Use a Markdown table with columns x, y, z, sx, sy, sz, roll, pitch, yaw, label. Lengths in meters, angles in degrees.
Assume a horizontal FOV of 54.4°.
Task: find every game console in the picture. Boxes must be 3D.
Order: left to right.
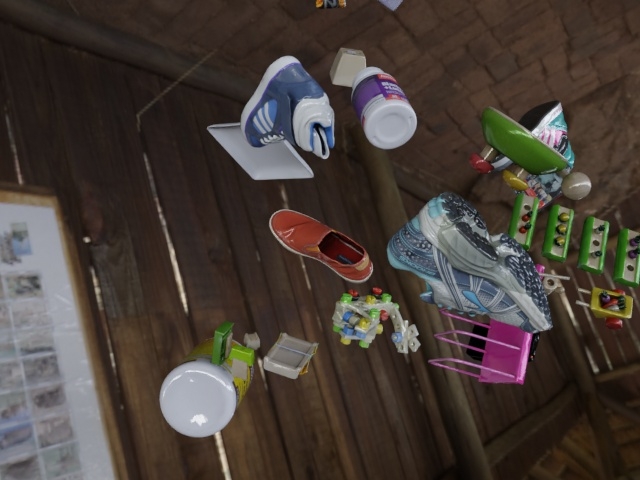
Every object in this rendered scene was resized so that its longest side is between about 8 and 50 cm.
| x | y | z | sx | sy | sz | roll | pitch | yaw | label |
| --- | --- | --- | --- | --- | --- | --- | --- | --- | --- |
| 0.627 | 0.246 | 2.061 | 0.213 | 0.361 | 0.044 | 1 | 143 | 37 | game console |

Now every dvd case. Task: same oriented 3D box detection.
| x | y | z | sx | sy | sz | roll | pitch | yaw | label |
| --- | --- | --- | --- | --- | --- | --- | --- | --- | --- |
| 0.497 | -0.121 | 1.388 | 0.119 | 0.087 | 0.013 | -41 | 143 | 23 | dvd case |

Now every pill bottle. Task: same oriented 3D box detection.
| x | y | z | sx | sy | sz | roll | pitch | yaw | label |
| --- | --- | --- | --- | --- | --- | --- | --- | --- | --- |
| -0.177 | 0.229 | 1.024 | 0.117 | 0.117 | 0.215 | -18 | -176 | 5 | pill bottle |
| 0.125 | -0.285 | 1.303 | 0.108 | 0.194 | 0.108 | -7 | 131 | -8 | pill bottle |

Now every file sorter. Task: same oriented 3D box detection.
| x | y | z | sx | sy | sz | roll | pitch | yaw | label |
| --- | --- | --- | --- | --- | --- | --- | --- | --- | --- |
| 0.402 | 0.191 | 1.556 | 0.182 | 0.291 | 0.202 | 18 | 165 | -7 | file sorter |

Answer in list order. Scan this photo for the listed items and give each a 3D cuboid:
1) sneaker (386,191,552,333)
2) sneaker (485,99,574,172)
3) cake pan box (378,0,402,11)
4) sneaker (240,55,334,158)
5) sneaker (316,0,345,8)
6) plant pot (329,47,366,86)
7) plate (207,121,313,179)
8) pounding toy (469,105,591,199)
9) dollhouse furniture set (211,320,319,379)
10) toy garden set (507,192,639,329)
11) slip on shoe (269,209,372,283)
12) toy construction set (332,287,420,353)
| x | y | z | sx | sy | sz | roll | pitch | yaw | label |
| --- | --- | --- | --- | --- | --- | --- | --- | --- | --- |
| 0.198 | 0.046 | 0.817 | 0.122 | 0.110 | 0.283 | -33 | 126 | 31 | sneaker |
| 0.510 | -0.196 | 1.501 | 0.295 | 0.179 | 0.123 | -37 | -161 | -29 | sneaker |
| 0.193 | -0.813 | 1.754 | 0.245 | 0.070 | 0.267 | 20 | 126 | -34 | cake pan box |
| -0.075 | -0.268 | 1.547 | 0.130 | 0.236 | 0.323 | -22 | 161 | -33 | sneaker |
| 0.008 | -0.715 | 1.676 | 0.083 | 0.084 | 0.215 | -13 | 137 | 8 | sneaker |
| 0.095 | -0.556 | 1.994 | 0.109 | 0.109 | 0.096 | 6 | 122 | -10 | plant pot |
| -0.188 | -0.297 | 2.011 | 0.277 | 0.045 | 0.278 | 3 | 149 | 39 | plate |
| 0.375 | -0.144 | 1.178 | 0.236 | 0.183 | 0.110 | 28 | 107 | -27 | pounding toy |
| -0.084 | 0.172 | 0.908 | 0.151 | 0.059 | 0.076 | 15 | -153 | 14 | dollhouse furniture set |
| 0.457 | 0.031 | 1.115 | 0.244 | 0.204 | 0.049 | 19 | 153 | 4 | toy garden set |
| 0.000 | 0.000 | 1.718 | 0.123 | 0.331 | 0.101 | -49 | 158 | -24 | slip on shoe |
| 0.167 | 0.239 | 1.880 | 0.327 | 0.151 | 0.215 | 18 | -169 | -43 | toy construction set |
